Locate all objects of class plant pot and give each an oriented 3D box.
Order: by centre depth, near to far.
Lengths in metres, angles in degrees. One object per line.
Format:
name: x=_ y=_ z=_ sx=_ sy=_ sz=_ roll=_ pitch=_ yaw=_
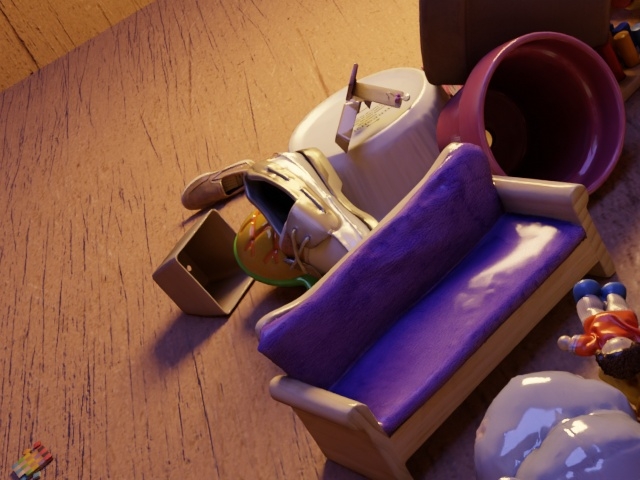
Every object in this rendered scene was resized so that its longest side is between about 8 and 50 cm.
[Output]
plant pot: x=0.236 y=-0.137 z=1.513 sx=0.201 sy=0.201 sz=0.180 roll=-41 pitch=12 yaw=-18
plant pot: x=0.252 y=-0.328 z=1.590 sx=0.229 sy=0.263 sz=0.263 roll=2 pitch=35 yaw=12
plant pot: x=-0.165 y=0.041 z=1.725 sx=0.096 sy=0.109 sz=0.109 roll=-24 pitch=24 yaw=45

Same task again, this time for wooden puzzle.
wooden puzzle: x=-0.373 y=0.287 z=1.619 sx=0.049 sy=0.006 sz=0.083 roll=-39 pitch=27 yaw=-15

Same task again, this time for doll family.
doll family: x=0.340 y=0.108 z=1.076 sx=0.263 sy=0.118 sz=0.163 roll=-8 pitch=23 yaw=6

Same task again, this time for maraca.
maraca: x=-0.030 y=0.012 z=1.634 sx=0.186 sy=0.099 sz=0.127 roll=23 pitch=66 yaw=30

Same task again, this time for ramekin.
ramekin: x=0.077 y=-0.126 z=1.718 sx=0.273 sy=0.127 sz=0.273 roll=-25 pitch=26 yaw=13

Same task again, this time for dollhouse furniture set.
dollhouse furniture set: x=0.066 y=-0.151 z=1.619 sx=0.081 sy=0.091 sz=0.114 roll=14 pitch=64 yaw=1

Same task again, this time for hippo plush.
hippo plush: x=0.175 y=0.229 z=0.867 sx=0.234 sy=0.236 sz=0.294 roll=-30 pitch=26 yaw=3

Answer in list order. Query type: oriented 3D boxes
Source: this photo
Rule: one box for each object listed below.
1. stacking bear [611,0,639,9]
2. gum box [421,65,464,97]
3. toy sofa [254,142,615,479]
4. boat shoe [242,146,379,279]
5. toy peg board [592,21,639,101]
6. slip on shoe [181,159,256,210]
stacking bear: x=0.429 y=-0.389 z=1.721 sx=0.289 sy=0.175 sz=0.164 roll=-24 pitch=-7 yaw=-3
gum box: x=0.235 y=-0.246 z=1.828 sx=0.107 sy=0.062 sz=0.188 roll=-35 pitch=26 yaw=-7
toy sofa: x=0.119 y=0.064 z=1.285 sx=0.362 sy=0.177 sz=0.150 roll=-42 pitch=27 yaw=-22
boat shoe: x=0.000 y=0.000 z=1.517 sx=0.103 sy=0.113 sz=0.302 roll=-11 pitch=40 yaw=-23
toy peg board: x=0.362 y=-0.248 z=1.678 sx=0.160 sy=0.079 sz=0.161 roll=-43 pitch=29 yaw=-22
slip on shoe: x=-0.160 y=-0.085 z=1.992 sx=0.135 sy=0.051 sz=0.041 roll=-22 pitch=24 yaw=2
